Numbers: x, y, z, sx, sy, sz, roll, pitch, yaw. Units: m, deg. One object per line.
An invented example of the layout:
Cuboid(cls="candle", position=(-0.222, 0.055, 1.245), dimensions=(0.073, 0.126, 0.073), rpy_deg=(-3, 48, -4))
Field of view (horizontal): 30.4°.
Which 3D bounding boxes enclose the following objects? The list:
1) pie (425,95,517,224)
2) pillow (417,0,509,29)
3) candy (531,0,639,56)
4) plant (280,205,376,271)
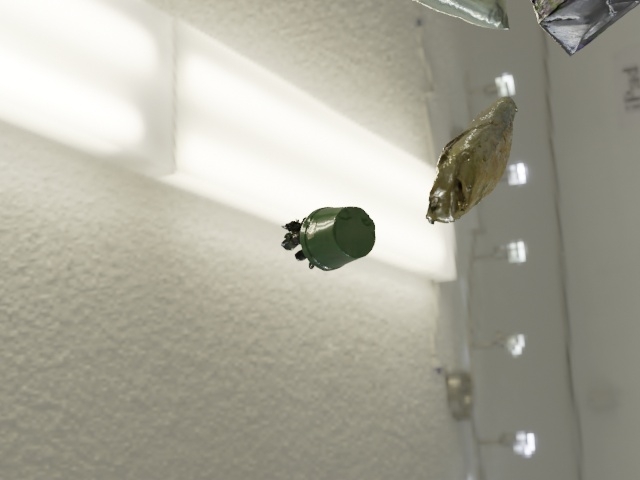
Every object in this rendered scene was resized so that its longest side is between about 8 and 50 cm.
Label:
Cuboid(cls="pie", position=(0.194, -0.099, 1.448), dimensions=(0.282, 0.068, 0.129), rpy_deg=(-47, -24, -63))
Cuboid(cls="pillow", position=(0.085, -0.303, 1.237), dimensions=(0.254, 0.078, 0.144), rpy_deg=(14, -131, -34))
Cuboid(cls="candy", position=(0.218, -0.295, 1.094), dimensions=(0.061, 0.088, 0.312), rpy_deg=(31, -146, -29))
Cuboid(cls="plant", position=(0.000, 0.000, 0.928), dimensions=(0.051, 0.102, 0.051), rpy_deg=(4, -98, -31))
